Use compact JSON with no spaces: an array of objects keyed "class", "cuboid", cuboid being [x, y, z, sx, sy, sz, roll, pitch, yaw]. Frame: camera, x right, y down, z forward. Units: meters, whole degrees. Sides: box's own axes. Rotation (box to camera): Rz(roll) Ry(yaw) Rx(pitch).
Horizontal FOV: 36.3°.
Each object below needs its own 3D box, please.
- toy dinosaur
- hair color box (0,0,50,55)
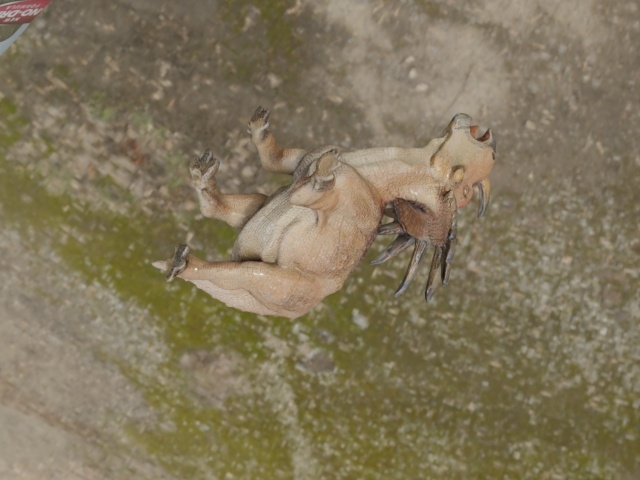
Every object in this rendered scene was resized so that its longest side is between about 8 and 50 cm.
[{"class":"toy dinosaur","cuboid":[0.000,0.000,0.793,0.296,0.127,0.200,-34,132,24]},{"class":"hair color box","cuboid":[-0.345,-0.291,0.628,0.114,0.185,0.374,-34,86,32]}]
